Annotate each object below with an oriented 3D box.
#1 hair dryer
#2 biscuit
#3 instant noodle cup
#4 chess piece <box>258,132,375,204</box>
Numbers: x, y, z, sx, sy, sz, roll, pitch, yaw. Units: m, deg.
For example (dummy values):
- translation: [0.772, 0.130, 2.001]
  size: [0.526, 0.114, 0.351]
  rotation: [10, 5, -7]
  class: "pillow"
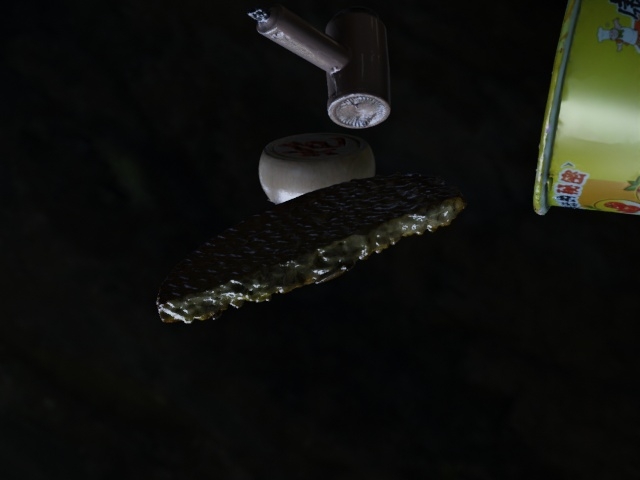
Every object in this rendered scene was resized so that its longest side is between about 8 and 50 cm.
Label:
- translation: [-0.003, -0.195, 1.890]
  size: [0.182, 0.064, 0.117]
  rotation: [28, -132, -41]
  class: "hair dryer"
- translation: [-0.008, -0.001, 1.254]
  size: [0.126, 0.206, 0.025]
  rotation: [-102, -8, -71]
  class: "biscuit"
- translation: [0.259, -0.119, 1.225]
  size: [0.200, 0.264, 0.264]
  rotation: [14, -166, 9]
  class: "instant noodle cup"
- translation: [-0.002, -0.050, 1.377]
  size: [0.084, 0.038, 0.083]
  rotation: [-4, -159, 1]
  class: "chess piece"
